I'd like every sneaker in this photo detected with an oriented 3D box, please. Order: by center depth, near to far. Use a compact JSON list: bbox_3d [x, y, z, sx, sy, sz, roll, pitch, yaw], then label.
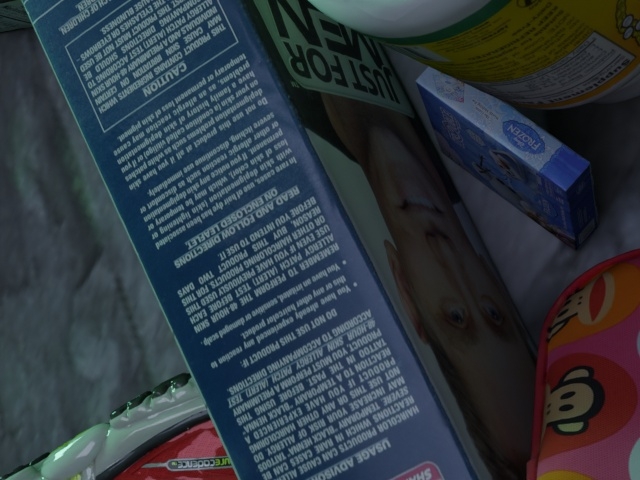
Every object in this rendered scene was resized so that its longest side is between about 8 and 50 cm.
[{"bbox_3d":[-0.120,0.167,0.793,0.279,0.107,0.118,-33,82,23],"label":"sneaker"}]

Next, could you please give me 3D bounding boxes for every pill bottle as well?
[{"bbox_3d":[0.083,-0.119,0.605,0.118,0.208,0.117,-6,79,32],"label":"pill bottle"}]

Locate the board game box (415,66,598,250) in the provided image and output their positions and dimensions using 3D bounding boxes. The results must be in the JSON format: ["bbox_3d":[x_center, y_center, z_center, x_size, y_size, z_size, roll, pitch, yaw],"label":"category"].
[{"bbox_3d":[0.090,-0.040,0.697,0.090,0.090,0.020,40,84,22],"label":"board game box"}]

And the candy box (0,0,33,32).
[{"bbox_3d":[-0.250,-0.199,0.875,0.233,0.071,0.159,-7,87,25],"label":"candy box"}]

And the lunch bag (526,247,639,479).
[{"bbox_3d":[0.207,0.107,0.538,0.258,0.293,0.120,-11,125,24],"label":"lunch bag"}]

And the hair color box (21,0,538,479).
[{"bbox_3d":[0.000,0.000,0.694,0.105,0.174,0.347,-30,77,21],"label":"hair color box"}]
